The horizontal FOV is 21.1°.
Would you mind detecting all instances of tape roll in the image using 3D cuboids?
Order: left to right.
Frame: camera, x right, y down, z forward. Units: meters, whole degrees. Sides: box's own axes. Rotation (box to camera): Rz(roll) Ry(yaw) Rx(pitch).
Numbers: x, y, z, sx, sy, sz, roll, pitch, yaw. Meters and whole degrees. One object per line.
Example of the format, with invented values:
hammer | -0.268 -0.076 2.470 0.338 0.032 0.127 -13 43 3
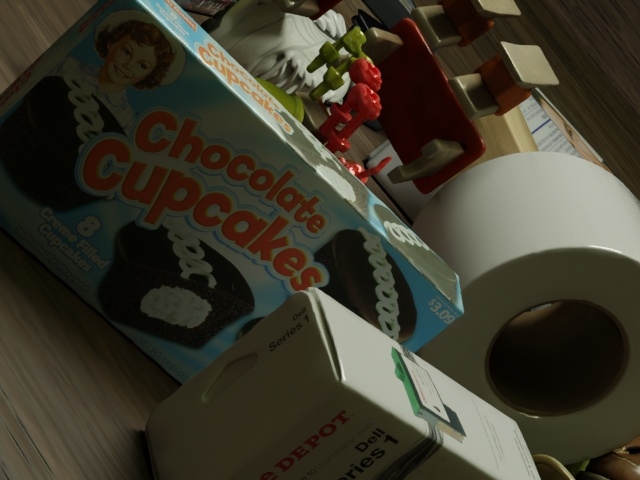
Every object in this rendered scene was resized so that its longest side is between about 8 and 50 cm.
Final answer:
tape roll | 0.203 0.063 1.581 0.246 0.246 0.169 41 22 -25

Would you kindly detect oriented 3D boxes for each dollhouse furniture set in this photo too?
dollhouse furniture set | 0.064 -0.172 1.615 0.135 0.262 0.259 -8 67 -59

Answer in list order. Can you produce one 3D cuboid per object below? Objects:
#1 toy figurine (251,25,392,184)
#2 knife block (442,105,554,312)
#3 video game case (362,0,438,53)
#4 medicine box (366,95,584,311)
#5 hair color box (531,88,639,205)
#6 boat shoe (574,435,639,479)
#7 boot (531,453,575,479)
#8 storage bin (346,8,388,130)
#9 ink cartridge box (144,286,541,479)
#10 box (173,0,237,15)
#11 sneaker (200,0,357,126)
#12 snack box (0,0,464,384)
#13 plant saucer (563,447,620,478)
toy figurine | -0.091 -0.127 1.388 0.217 0.191 0.362 38 21 -18
knife block | 0.231 0.010 1.767 0.242 0.276 0.088 22 15 10
video game case | 0.021 -0.359 1.981 0.275 0.035 0.248 44 16 -35
medicine box | 0.222 -0.042 1.968 0.289 0.149 0.263 51 19 2
hair color box | 0.343 -0.044 2.301 0.374 0.113 0.185 46 19 -11
boat shoe | 0.329 0.228 1.681 0.110 0.104 0.307 32 -1 21
boot | 0.253 0.281 1.538 0.213 0.077 0.165 59 21 10
storage bin | 0.063 -0.183 1.965 0.135 0.091 0.098 27 29 -47
ink cartridge box | 0.018 0.150 1.127 0.219 0.160 0.093 34 24 -37
box | -0.145 -0.279 1.777 0.094 0.027 0.137 53 19 15
sneaker | -0.030 -0.183 1.752 0.292 0.110 0.118 3 59 -65
snack box | -0.076 -0.009 1.174 0.322 0.187 0.060 43 20 -19
plant saucer | 0.305 0.168 1.745 0.045 0.188 0.188 31 10 26
